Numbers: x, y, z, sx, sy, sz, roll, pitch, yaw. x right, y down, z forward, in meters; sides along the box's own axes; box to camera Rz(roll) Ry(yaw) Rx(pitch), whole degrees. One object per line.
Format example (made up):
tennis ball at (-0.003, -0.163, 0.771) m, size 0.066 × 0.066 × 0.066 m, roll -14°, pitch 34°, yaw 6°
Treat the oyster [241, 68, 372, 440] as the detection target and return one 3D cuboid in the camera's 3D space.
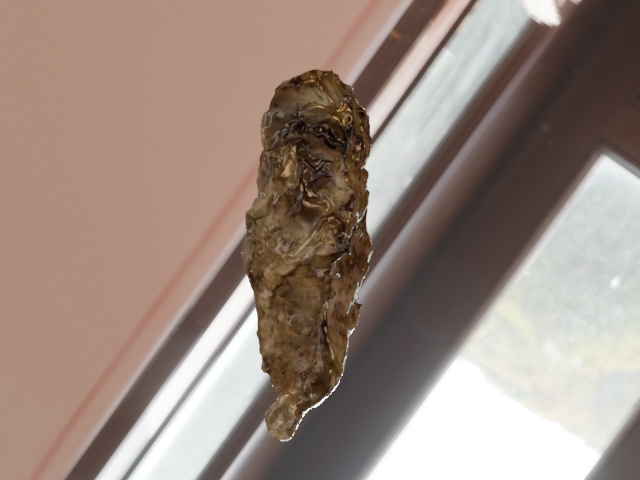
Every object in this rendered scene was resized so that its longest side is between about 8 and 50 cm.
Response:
oyster at (0.012, 0.010, 1.380) m, size 0.111 × 0.396 × 0.204 m, roll 11°, pitch -168°, yaw 31°
